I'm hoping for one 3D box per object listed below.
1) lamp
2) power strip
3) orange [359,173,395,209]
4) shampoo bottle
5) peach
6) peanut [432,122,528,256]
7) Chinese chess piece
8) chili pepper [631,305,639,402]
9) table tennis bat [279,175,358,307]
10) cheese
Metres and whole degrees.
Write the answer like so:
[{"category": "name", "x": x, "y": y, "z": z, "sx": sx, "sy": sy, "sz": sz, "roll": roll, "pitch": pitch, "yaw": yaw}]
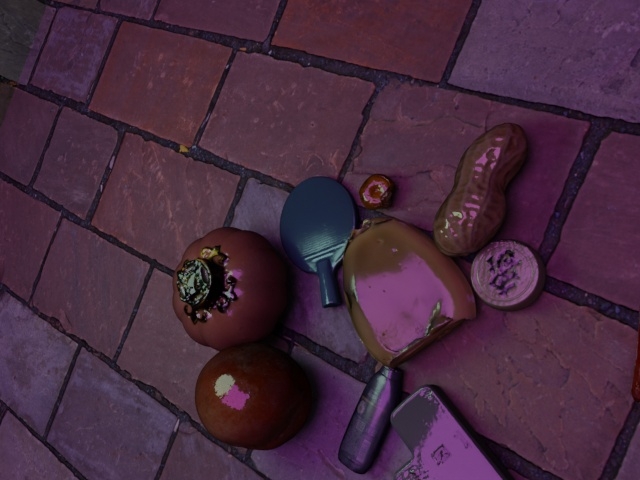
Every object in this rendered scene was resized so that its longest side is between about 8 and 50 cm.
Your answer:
[{"category": "lamp", "x": -0.229, "y": 0.113, "z": 1.507, "sx": 0.305, "sy": 0.240, "sz": 0.305, "roll": -7, "pitch": 75, "yaw": 30}, {"category": "power strip", "x": 0.233, "y": 0.440, "z": 1.256, "sx": 0.193, "sy": 0.059, "sz": 0.265, "roll": -45, "pitch": 60, "yaw": 12}, {"category": "orange", "x": 0.129, "y": -0.109, "z": 1.439, "sx": 0.086, "sy": 0.062, "sz": 0.086, "roll": -2, "pitch": 81, "yaw": 15}, {"category": "shampoo bottle", "x": 0.110, "y": 0.376, "z": 1.352, "sx": 0.087, "sy": 0.049, "sz": 0.233, "roll": 24, "pitch": 93, "yaw": 40}, {"category": "peach", "x": -0.143, "y": 0.343, "z": 1.403, "sx": 0.252, "sy": 0.252, "sz": 0.252, "roll": -7, "pitch": 76, "yaw": 31}, {"category": "peanut", "x": 0.325, "y": -0.103, "z": 1.269, "sx": 0.136, "sy": 0.120, "sz": 0.298, "roll": 19, "pitch": 83, "yaw": 43}, {"category": "Chinese chess piece", "x": 0.369, "y": 0.068, "z": 1.251, "sx": 0.144, "sy": 0.058, "sz": 0.144, "roll": -8, "pitch": 75, "yaw": 31}, {"category": "chili pepper", "x": 0.576, "y": 0.201, "z": 1.095, "sx": 0.088, "sy": 0.065, "sz": 0.169, "roll": 19, "pitch": 94, "yaw": 34}, {"category": "table tennis bat", "x": 0.000, "y": 0.000, "z": 1.509, "sx": 0.215, "sy": 0.044, "sz": 0.329, "roll": -21, "pitch": 67, "yaw": 26}, {"category": "cheese", "x": 0.158, "y": 0.092, "z": 1.346, "sx": 0.259, "sy": 0.128, "sz": 0.316, "roll": -37, "pitch": 67, "yaw": 10}]
